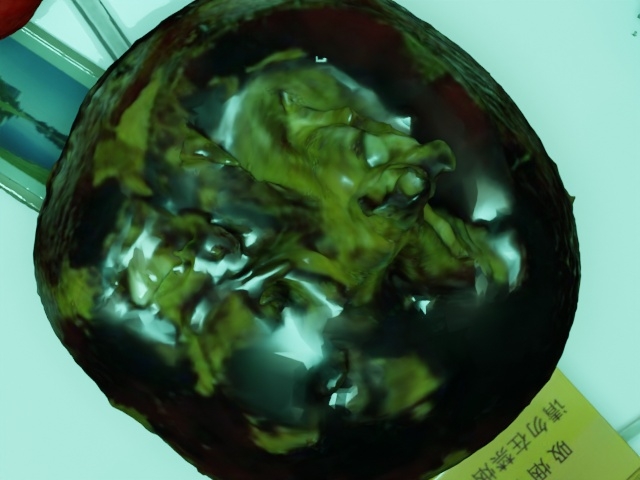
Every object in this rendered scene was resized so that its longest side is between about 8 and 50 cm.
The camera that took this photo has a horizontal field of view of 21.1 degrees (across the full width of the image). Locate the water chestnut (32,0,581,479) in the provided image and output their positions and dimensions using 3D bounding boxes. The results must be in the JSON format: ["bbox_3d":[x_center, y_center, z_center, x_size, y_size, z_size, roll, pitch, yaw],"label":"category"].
[{"bbox_3d":[0.000,0.000,1.029,0.335,0.347,0.335,0,90,-7],"label":"water chestnut"}]

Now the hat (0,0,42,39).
[{"bbox_3d":[-0.196,-0.271,0.998,0.242,0.274,0.332,11,111,-45],"label":"hat"}]

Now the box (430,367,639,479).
[{"bbox_3d":[0.183,0.231,1.222,0.174,0.076,0.274,-42,102,3],"label":"box"}]

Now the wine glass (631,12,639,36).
[{"bbox_3d":[0.331,-0.168,1.038,0.190,0.357,0.190,0,87,-10],"label":"wine glass"}]

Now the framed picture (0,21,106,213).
[{"bbox_3d":[-0.210,-0.096,1.123,0.149,0.011,0.109,33,69,-11],"label":"framed picture"}]
